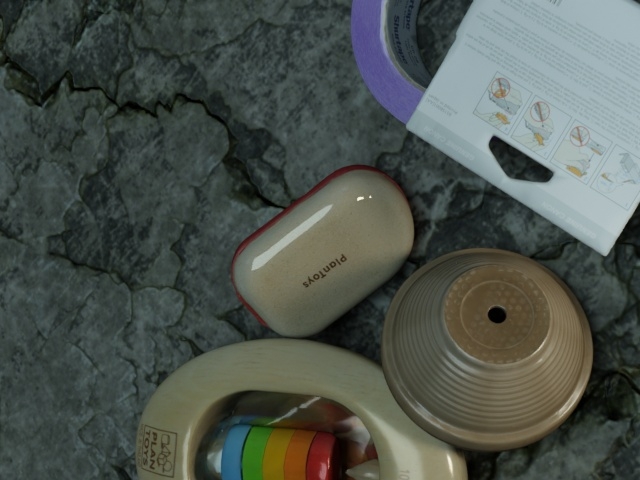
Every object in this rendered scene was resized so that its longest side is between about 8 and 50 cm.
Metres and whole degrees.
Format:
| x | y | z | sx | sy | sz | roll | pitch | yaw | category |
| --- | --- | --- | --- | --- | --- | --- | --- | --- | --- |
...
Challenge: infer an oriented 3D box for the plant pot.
| x | y | z | sx | sy | sz | roll | pitch | yaw | category |
| --- | --- | --- | --- | --- | --- | --- | --- | --- | --- |
| 0.186 | 0.103 | 1.522 | 0.237 | 0.110 | 0.237 | 1 | 65 | -1 | plant pot |

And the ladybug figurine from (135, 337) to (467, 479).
| x | y | z | sx | sy | sz | roll | pitch | yaw | category |
| --- | --- | --- | --- | --- | --- | --- | --- | --- | --- |
| -0.021 | 0.267 | 1.676 | 0.449 | 0.162 | 0.305 | 6 | 92 | 28 | ladybug figurine |

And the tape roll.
| x | y | z | sx | sy | sz | roll | pitch | yaw | category |
| --- | --- | --- | --- | --- | --- | --- | --- | --- | --- |
| 0.175 | -0.253 | 1.607 | 0.274 | 0.090 | 0.275 | 0 | 91 | 30 | tape roll |

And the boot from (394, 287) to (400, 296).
| x | y | z | sx | sy | sz | roll | pitch | yaw | category |
| --- | --- | --- | --- | --- | --- | --- | --- | --- | --- |
| 0.142 | 0.109 | 1.660 | 0.114 | 0.037 | 0.106 | 3 | 94 | 24 | boot |

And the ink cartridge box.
| x | y | z | sx | sy | sz | roll | pitch | yaw | category |
| --- | --- | --- | --- | --- | --- | --- | --- | --- | --- |
| 0.262 | -0.154 | 1.477 | 0.275 | 0.060 | 0.239 | 35 | 107 | 21 | ink cartridge box |

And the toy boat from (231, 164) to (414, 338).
| x | y | z | sx | sy | sz | roll | pitch | yaw | category |
| --- | --- | --- | --- | --- | --- | --- | --- | --- | --- |
| 0.000 | 0.000 | 1.686 | 0.231 | 0.151 | 0.151 | -37 | 117 | 6 | toy boat |
